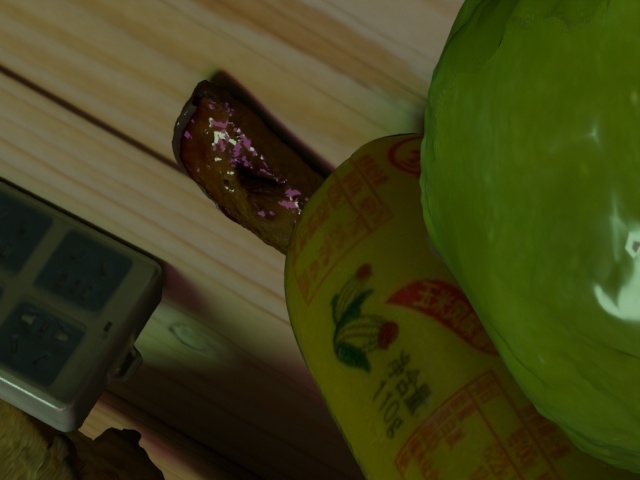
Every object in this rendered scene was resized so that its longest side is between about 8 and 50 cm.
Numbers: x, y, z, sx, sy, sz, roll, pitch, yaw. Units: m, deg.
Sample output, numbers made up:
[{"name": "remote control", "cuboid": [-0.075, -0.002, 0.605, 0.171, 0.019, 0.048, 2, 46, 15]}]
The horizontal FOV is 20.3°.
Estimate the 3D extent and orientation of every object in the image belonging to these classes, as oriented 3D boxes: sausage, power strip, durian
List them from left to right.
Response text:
[{"name": "power strip", "cuboid": [-0.264, -0.015, 1.020, 0.367, 0.106, 0.043, 26, 154, 9]}, {"name": "sausage", "cuboid": [0.084, 0.086, 0.680, 0.347, 0.123, 0.123, 58, 172, 36]}, {"name": "durian", "cuboid": [0.145, -0.015, 0.491, 0.255, 0.204, 0.339, 27, 157, -19]}]

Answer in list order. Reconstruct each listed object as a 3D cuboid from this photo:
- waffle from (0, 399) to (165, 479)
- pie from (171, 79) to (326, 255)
[{"name": "waffle", "cuboid": [-0.056, 0.220, 1.118, 0.348, 0.077, 0.304, 37, 176, -20]}, {"name": "pie", "cuboid": [-0.002, -0.001, 0.858, 0.191, 0.033, 0.088, 38, 157, -15]}]
